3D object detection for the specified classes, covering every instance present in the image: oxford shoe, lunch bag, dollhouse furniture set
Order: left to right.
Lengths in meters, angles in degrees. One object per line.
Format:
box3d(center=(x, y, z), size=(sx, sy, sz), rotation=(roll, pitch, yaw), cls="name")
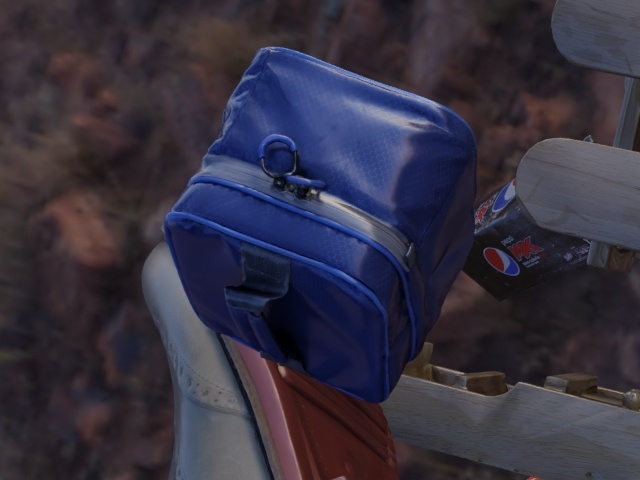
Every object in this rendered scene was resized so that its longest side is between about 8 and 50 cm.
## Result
box3d(center=(-0.037, 0.109, 0.819), size=(0.130, 0.123, 0.348), rotation=(-41, 34, 10), cls="oxford shoe")
box3d(center=(0.000, 0.000, 0.510), size=(0.098, 0.067, 0.065), rotation=(77, -143, -66), cls="lunch bag")
box3d(center=(0.126, -0.007, 0.961), size=(0.212, 0.161, 0.242), rotation=(8, -85, -72), cls="dollhouse furniture set")

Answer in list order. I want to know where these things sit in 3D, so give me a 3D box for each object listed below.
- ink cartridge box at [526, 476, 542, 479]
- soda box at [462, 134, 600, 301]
box3d(center=(0.145, 0.279, 1.066), size=(0.308, 0.385, 0.091), rotation=(49, 143, 19), cls="ink cartridge box")
box3d(center=(0.146, -0.012, 1.276), size=(0.053, 0.060, 0.169), rotation=(-53, 8, -24), cls="soda box")
